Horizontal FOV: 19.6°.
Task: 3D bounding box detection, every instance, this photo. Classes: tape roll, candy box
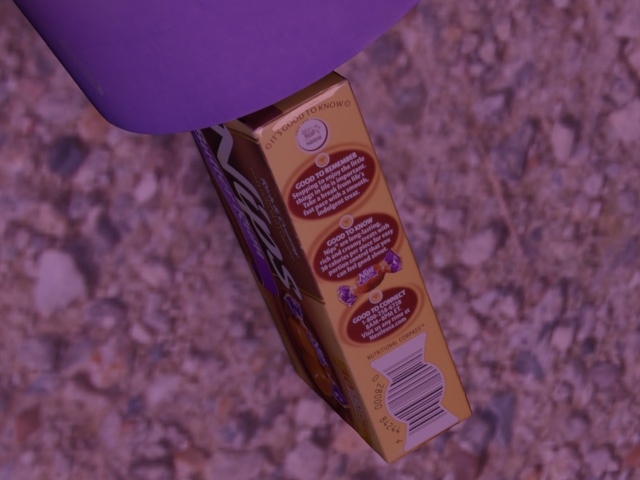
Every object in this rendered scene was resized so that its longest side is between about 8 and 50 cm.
[{"bbox_3d":[-0.034,-0.134,0.740,0.189,0.189,0.080,-41,122,-7],"label":"tape roll"},{"bbox_3d":[0.000,0.000,0.858,0.053,0.109,0.186,-31,121,-13],"label":"candy box"}]
